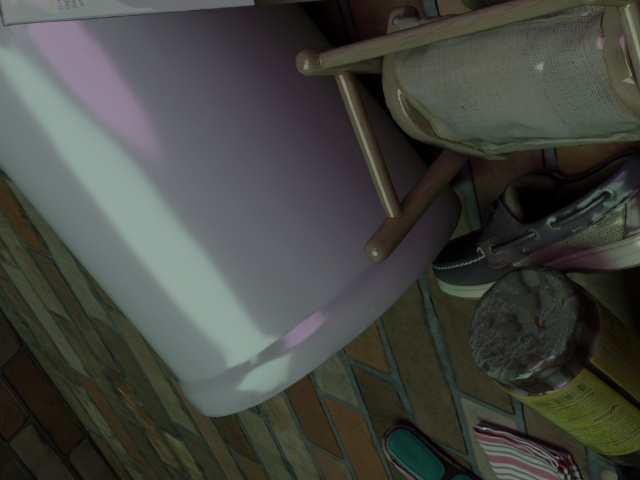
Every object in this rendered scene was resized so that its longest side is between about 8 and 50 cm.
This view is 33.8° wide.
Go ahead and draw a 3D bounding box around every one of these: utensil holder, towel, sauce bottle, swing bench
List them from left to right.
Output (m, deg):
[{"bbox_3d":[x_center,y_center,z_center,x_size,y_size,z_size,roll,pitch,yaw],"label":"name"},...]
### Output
[{"bbox_3d":[-0.110,-0.085,0.993,0.385,0.327,0.327,51,152,-13],"label":"utensil holder"},{"bbox_3d":[0.284,0.324,1.377,0.144,0.029,0.197,14,142,45],"label":"towel"},{"bbox_3d":[0.172,-0.105,0.687,0.253,0.254,0.165,-1,113,52],"label":"swing bench"},{"bbox_3d":[0.263,0.140,0.953,0.111,0.111,0.344,11,159,47],"label":"sauce bottle"}]

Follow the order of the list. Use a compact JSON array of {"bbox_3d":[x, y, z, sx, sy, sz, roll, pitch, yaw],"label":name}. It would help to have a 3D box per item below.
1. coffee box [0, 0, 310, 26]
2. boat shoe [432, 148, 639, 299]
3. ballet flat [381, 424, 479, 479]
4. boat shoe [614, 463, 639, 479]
[{"bbox_3d":[-0.056,-0.225,0.701,0.297,0.168,0.119,-4,112,6],"label":"coffee box"},{"bbox_3d":[0.195,-0.017,0.930,0.092,0.103,0.285,55,147,-13],"label":"boat shoe"},{"bbox_3d":[0.177,0.354,1.531,0.221,0.077,0.079,42,172,13],"label":"ballet flat"},{"bbox_3d":[0.425,0.288,1.042,0.302,0.114,0.091,14,147,43],"label":"boat shoe"}]
